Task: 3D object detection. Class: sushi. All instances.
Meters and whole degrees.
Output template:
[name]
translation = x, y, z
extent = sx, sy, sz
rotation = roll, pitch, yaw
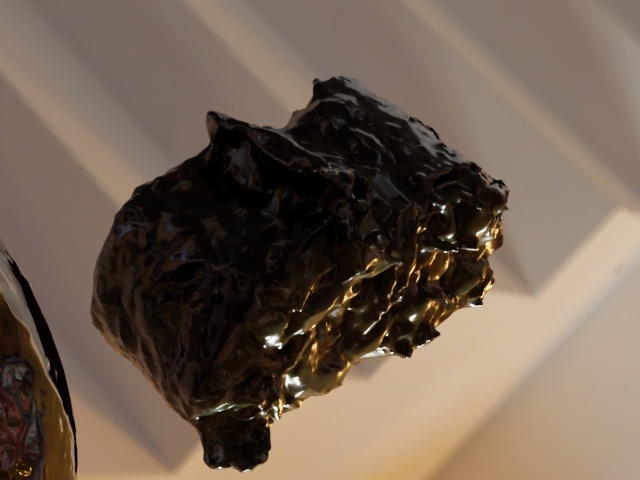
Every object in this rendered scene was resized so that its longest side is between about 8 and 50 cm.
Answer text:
[sushi]
translation = 0.000, 0.000, 0.892
extent = 0.115, 0.147, 0.212
rotation = 34, -141, 29

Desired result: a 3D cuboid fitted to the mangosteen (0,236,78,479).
[mangosteen]
translation = -0.203, 0.068, 0.543
extent = 0.231, 0.231, 0.289
rotation = 33, 162, -32
